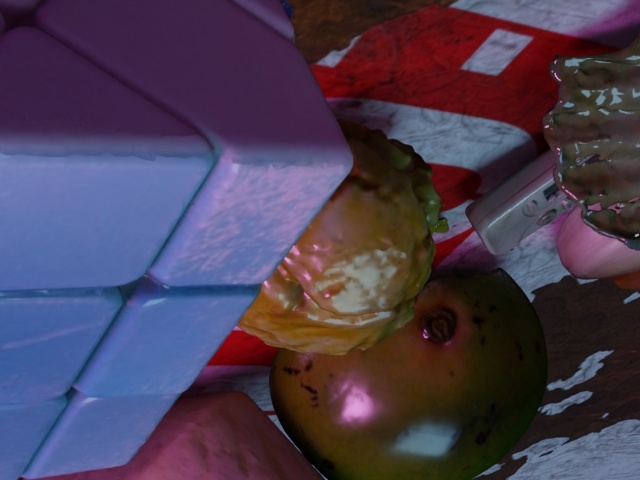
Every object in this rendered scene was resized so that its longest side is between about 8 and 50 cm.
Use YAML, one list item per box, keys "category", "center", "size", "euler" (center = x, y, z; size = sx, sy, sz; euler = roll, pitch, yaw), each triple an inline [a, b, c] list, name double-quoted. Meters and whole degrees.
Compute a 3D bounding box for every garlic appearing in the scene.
- category: "garlic"
  center: [0.375, -0.014, 1.507]
  size: [0.217, 0.110, 0.228]
  euler: [-2, 145, -29]

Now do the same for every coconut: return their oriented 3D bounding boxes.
- category: "coconut"
  center: [-0.147, 0.344, 1.439]
  size: [0.344, 0.415, 0.415]
  euler: [-44, 158, -20]

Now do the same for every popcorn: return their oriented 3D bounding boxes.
- category: "popcorn"
  center: [0.000, 0.000, 1.173]
  size: [0.204, 0.184, 0.221]
  euler: [23, 138, -14]

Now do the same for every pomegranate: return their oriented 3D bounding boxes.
- category: "pomegranate"
  center: [0.103, 0.187, 1.527]
  size: [0.309, 0.216, 0.358]
  euler: [-17, 152, -19]

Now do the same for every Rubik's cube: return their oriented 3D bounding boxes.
- category: "Rubik's cube"
  center: [-0.228, -0.065, 0.740]
  size: [0.321, 0.319, 0.316]
  euler: [-1, 143, -37]

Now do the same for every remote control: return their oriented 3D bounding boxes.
- category: "remote control"
  center: [0.249, -0.074, 1.359]
  size: [0.230, 0.049, 0.090]
  euler: [-35, 149, 3]

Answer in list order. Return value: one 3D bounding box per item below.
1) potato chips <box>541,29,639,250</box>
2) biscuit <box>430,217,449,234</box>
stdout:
- category: "potato chips"
  center: [0.396, -0.157, 1.272]
  size: [0.389, 0.097, 0.373]
  euler: [7, 124, -40]
- category: "biscuit"
  center: [-0.005, 0.038, 1.394]
  size: [0.292, 0.026, 0.048]
  euler: [-24, 171, 1]
